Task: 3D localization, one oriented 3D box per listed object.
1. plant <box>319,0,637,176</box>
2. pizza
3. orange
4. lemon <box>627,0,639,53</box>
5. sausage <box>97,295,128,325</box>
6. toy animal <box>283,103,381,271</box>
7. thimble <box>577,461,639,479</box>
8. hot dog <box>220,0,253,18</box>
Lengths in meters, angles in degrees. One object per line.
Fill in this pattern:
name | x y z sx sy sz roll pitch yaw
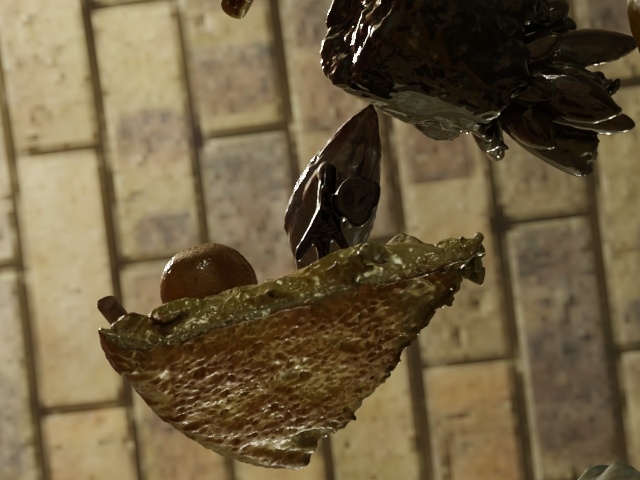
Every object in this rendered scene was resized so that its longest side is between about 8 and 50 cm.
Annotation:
plant | 0.172 -0.187 1.935 0.194 0.321 0.181 -12 66 60
pizza | 0.003 0.069 1.456 0.280 0.288 0.075 52 -169 -53
orange | -0.088 0.041 1.495 0.085 0.085 0.085 -7 -90 -83
lemon | 0.412 -0.211 1.715 0.267 0.267 0.267 -7 -90 -83
sausage | -0.213 0.107 2.130 0.116 0.026 0.026 56 -158 -36
toy animal | 0.005 -0.013 1.928 0.324 0.090 0.195 110 -178 -64
thimble | 0.236 0.284 1.414 0.219 0.150 0.219 -35 -44 -43
hot dog | -0.080 -0.273 2.016 0.090 0.030 0.034 -54 -1 29
